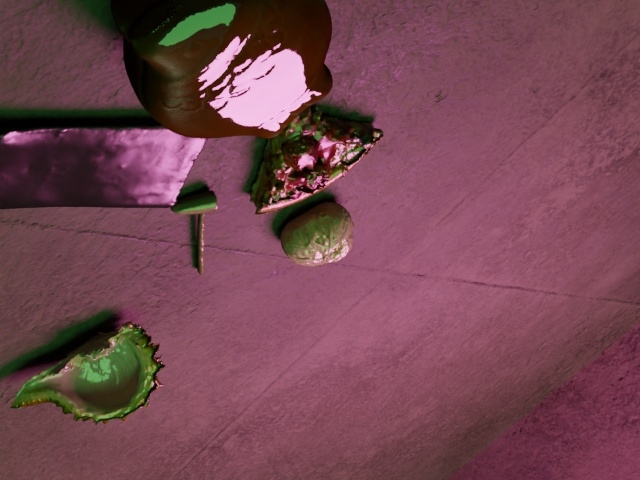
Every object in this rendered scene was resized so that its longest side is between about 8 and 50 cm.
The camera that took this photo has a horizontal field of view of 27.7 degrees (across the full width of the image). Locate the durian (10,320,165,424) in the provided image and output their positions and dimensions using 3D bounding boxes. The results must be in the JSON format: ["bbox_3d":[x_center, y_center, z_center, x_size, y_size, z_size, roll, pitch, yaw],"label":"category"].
[{"bbox_3d":[-0.331,0.193,1.844,0.224,0.078,0.140,-15,107,-5],"label":"durian"}]

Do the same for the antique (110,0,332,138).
[{"bbox_3d":[-0.102,-0.208,1.349,0.223,0.129,0.278,-41,151,18],"label":"antique"}]

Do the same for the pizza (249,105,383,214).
[{"bbox_3d":[-0.021,-0.105,1.678,0.201,0.053,0.193,-34,152,8],"label":"pizza"}]

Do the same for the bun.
[{"bbox_3d":[0.000,0.000,1.855,0.115,0.069,0.115,-22,152,-12],"label":"bun"}]

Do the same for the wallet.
[{"bbox_3d":[-0.268,-0.085,1.502,0.285,0.030,0.146,-4,145,-38],"label":"wallet"}]

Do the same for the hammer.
[{"bbox_3d":[-0.170,-0.001,1.741,0.060,0.028,0.195,-16,151,-15],"label":"hammer"}]
